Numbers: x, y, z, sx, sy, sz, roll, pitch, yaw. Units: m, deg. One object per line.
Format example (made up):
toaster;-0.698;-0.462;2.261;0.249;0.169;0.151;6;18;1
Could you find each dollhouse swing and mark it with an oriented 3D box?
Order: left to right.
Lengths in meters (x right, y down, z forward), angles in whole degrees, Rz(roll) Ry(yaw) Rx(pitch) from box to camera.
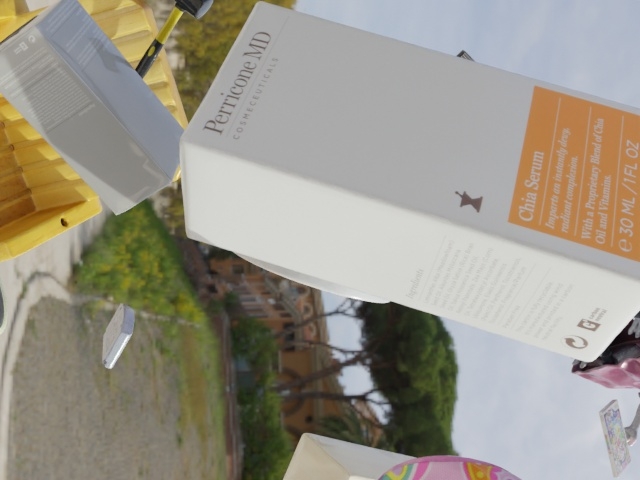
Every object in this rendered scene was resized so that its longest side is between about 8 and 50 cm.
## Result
dollhouse swing;-0.410;-0.167;1.079;0.315;0.304;0.347;-42;122;-55

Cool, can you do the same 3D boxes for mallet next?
mallet;-0.210;-0.275;1.053;0.190;0.062;0.039;-56;178;31

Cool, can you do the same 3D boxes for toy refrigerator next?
toy refrigerator;0.090;0.313;0.901;0.102;0.269;0.094;25;-89;55

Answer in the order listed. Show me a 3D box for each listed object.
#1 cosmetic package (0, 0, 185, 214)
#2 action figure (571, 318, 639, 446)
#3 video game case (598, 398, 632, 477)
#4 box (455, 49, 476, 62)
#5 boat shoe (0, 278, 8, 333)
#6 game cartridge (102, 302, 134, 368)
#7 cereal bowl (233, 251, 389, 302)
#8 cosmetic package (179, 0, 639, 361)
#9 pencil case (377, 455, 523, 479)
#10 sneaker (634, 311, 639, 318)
cosmetic package;-0.277;-0.164;0.934;0.238;0.107;0.127;55;22;-26
action figure;0.670;0.269;1.487;0.276;0.370;0.248;-60;-161;-15
video game case;0.548;0.366;1.419;0.011;0.087;0.122;-14;-93;38
box;0.219;-0.160;1.175;0.184;0.191;0.045;-44;-177;17
boat shoe;-0.427;0.012;0.863;0.073;0.080;0.224;143;-76;-81
game cartridge;-0.238;0.108;0.899;0.056;0.017;0.083;-62;-158;11
cereal bowl;0.000;0.000;1.494;0.339;0.338;0.141;-145;-106;-74
cosmetic package;0.106;-0.067;0.804;0.162;0.452;0.230;100;8;-55
pencil case;0.061;0.243;0.348;0.284;0.124;0.124;-80;180;-51
sneaker;0.539;0.096;1.199;0.144;0.059;0.053;-5;-96;41
